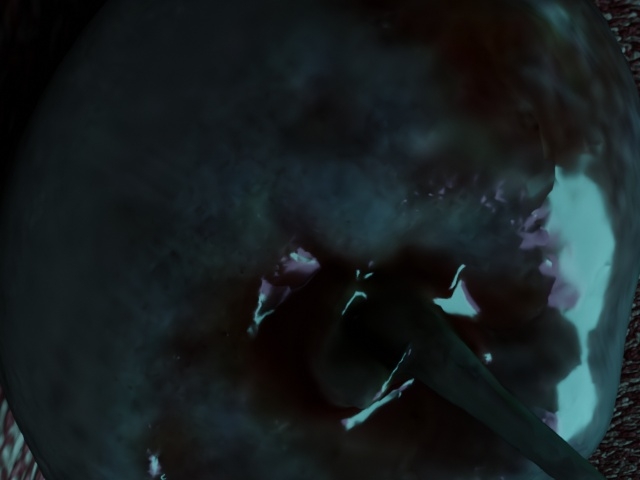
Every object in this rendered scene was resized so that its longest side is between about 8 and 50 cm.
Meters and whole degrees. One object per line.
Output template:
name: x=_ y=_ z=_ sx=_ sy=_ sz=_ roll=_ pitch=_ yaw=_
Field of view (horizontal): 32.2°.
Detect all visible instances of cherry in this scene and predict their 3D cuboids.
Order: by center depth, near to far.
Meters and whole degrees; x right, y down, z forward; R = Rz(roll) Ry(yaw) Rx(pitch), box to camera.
cherry: x=-0.006 y=0.012 z=0.536 sx=0.326 sy=0.291 sz=0.335 roll=-69 pitch=-168 yaw=-19
